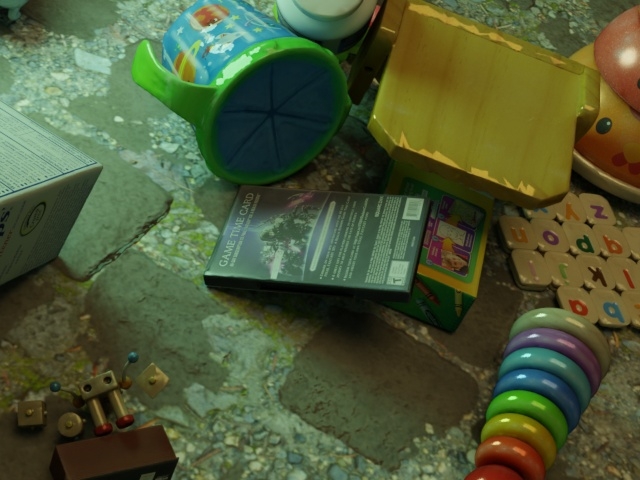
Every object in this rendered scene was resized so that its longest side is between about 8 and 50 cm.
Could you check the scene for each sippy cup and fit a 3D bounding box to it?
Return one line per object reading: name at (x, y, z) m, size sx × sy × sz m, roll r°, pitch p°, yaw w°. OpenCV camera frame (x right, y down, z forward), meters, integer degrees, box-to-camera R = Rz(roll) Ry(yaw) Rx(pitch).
sippy cup at (-0.114, -0.235, 1.753) m, size 0.240 × 0.305 × 0.224 m, roll -39°, pitch 52°, yaw 0°

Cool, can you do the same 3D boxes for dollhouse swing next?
dollhouse swing at (0.205, -0.159, 1.829) m, size 0.347 × 0.315 × 0.304 m, roll 20°, pitch 65°, yaw -6°

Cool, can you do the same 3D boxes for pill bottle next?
pill bottle at (0.009, -0.364, 1.789) m, size 0.152 × 0.152 × 0.272 m, roll 25°, pitch 0°, yaw -1°

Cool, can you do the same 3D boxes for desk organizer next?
desk organizer at (-0.229, 0.247, 1.339) m, size 0.130 × 0.047 × 0.050 m, roll -7°, pitch 49°, yaw -31°

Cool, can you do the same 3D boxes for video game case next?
video game case at (0.000, 0.000, 1.627) m, size 0.274 × 0.026 × 0.196 m, roll 4°, pitch 41°, yaw 13°

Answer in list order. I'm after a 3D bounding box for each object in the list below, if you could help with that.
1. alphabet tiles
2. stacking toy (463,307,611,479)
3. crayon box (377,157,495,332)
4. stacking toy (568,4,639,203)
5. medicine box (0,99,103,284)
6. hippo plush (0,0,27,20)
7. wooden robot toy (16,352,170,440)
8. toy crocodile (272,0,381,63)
alphabet tiles at (0.412, 0.027, 1.877) m, size 0.284 × 0.021 × 0.278 m, roll 5°, pitch 46°, yaw -21°
stacking toy at (0.263, 0.241, 1.528) m, size 0.141 × 0.141 × 0.330 m, roll 29°, pitch 48°, yaw 3°
crayon box at (0.154, -0.014, 1.750) m, size 0.165 × 0.081 × 0.278 m, roll 23°, pitch 43°, yaw -3°
stacking toy at (0.594, -0.322, 1.966) m, size 0.351 × 0.479 × 0.350 m, roll 13°, pitch 44°, yaw -13°
medicine box at (-0.449, -0.073, 1.406) m, size 0.263 × 0.149 × 0.289 m, roll 33°, pitch 21°, yaw 8°
hippo plush at (-0.486, -0.449, 1.825) m, size 0.294 × 0.234 × 0.236 m, roll 1°, pitch 78°, yaw -5°
wooden robot toy at (-0.253, 0.188, 1.376) m, size 0.173 × 0.079 × 0.076 m, roll -20°, pitch 77°, yaw -8°
toy crocodile at (0.080, -0.352, 2.028) m, size 0.341 × 0.105 × 0.115 m, roll 8°, pitch 46°, yaw -19°
